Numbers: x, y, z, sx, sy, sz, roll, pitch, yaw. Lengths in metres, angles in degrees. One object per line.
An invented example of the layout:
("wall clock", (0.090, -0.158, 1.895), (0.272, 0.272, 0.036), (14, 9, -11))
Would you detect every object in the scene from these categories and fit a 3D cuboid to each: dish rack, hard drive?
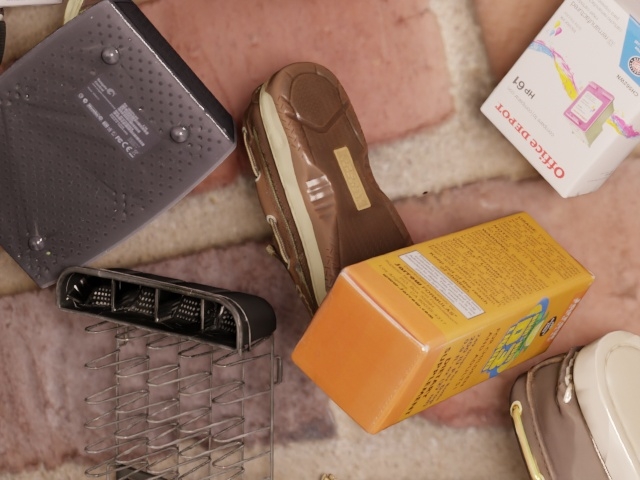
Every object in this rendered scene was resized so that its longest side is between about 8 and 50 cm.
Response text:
("dish rack", (-0.126, 0.160, 1.217), (0.208, 0.074, 0.271), (10, 105, 37))
("hard drive", (-0.199, -0.081, 1.196), (0.255, 0.054, 0.172), (-33, 105, 32))

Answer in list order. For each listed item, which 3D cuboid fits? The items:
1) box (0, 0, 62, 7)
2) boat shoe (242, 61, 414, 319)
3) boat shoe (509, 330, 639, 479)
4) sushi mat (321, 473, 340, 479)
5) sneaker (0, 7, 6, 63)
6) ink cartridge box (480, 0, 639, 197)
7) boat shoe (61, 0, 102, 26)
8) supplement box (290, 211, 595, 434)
("box", (-0.266, -0.314, 1.212), (0.114, 0.103, 0.203), (36, 119, 26))
("boat shoe", (0.006, -0.001, 1.083), (0.095, 0.095, 0.257), (-27, 76, 52))
("boat shoe", (0.216, 0.226, 0.942), (0.097, 0.117, 0.324), (-28, 78, 43))
("sushi mat", (-0.014, 0.356, 1.165), (0.151, 0.019, 0.316), (57, 133, 53))
("sneaker", (-0.391, -0.227, 1.341), (0.162, 0.106, 0.281), (-37, 66, 42))
("ink cartridge box", (0.178, -0.101, 0.943), (0.088, 0.052, 0.122), (49, 125, 19))
("boat shoe", (-0.199, -0.143, 1.224), (0.049, 0.056, 0.152), (26, 115, 36))
("supplement box", (0.087, 0.047, 0.927), (0.080, 0.233, 0.078), (41, 121, 21))
